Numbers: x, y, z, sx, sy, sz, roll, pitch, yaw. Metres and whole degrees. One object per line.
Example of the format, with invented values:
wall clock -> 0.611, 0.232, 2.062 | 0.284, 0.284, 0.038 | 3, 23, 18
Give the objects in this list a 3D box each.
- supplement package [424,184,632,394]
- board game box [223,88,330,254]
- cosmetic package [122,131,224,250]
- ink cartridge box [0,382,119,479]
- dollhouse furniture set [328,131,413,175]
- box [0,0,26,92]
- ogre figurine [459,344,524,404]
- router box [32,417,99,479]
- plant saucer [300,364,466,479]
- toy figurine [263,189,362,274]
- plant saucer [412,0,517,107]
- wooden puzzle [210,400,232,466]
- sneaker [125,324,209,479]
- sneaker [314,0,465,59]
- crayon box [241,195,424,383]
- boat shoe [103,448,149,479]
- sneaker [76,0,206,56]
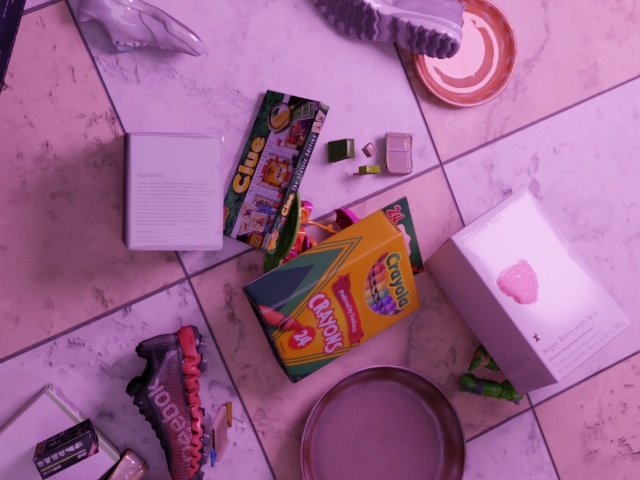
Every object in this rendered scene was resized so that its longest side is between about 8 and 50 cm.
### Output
supplement package -> 0.348, 0.089, 1.603 | 0.177, 0.175, 0.293 | -34, 82, -16
board game box -> -0.084, -0.117, 1.550 | 0.030, 0.136, 0.260 | 22, 88, -47
cosmetic package -> -0.240, -0.081, 1.498 | 0.151, 0.151, 0.184 | 1, 96, -15
ink cartridge box -> -0.472, 0.377, 1.524 | 0.235, 0.056, 0.171 | -43, 103, -7
dollhouse furniture set -> 0.091, -0.152, 1.646 | 0.151, 0.058, 0.076 | -1, 87, -34
box -> -0.567, -0.294, 1.229 | 0.297, 0.472, 0.480 | 16, 91, -14
ogre figurine -> 0.351, 0.212, 1.713 | 0.118, 0.097, 0.197 | 31, 71, 3
router box -> -0.395, 0.323, 1.451 | 0.092, 0.122, 0.038 | -25, 95, -12
plant saucer -> 0.109, 0.377, 1.658 | 0.310, 0.050, 0.311 | 2, 83, -15
toy figurine -> 0.000, 0.000, 1.597 | 0.159, 0.130, 0.173 | 10, 103, -25
plant saucer -> 0.255, -0.338, 1.667 | 0.199, 0.037, 0.200 | -1, 96, -15
wooden puzzle -> -0.171, 0.327, 1.580 | 0.014, 0.116, 0.079 | 1, 106, 11
sneaker -> -0.255, 0.282, 1.553 | 0.135, 0.097, 0.276 | -3, 93, -15
sneaker -> 0.115, -0.404, 1.593 | 0.281, 0.105, 0.115 | 22, 62, -2
crayon box -> 0.047, 0.083, 1.576 | 0.318, 0.081, 0.202 | -31, 136, -10
boat shoe -> -0.349, 0.434, 1.558 | 0.059, 0.063, 0.170 | 36, 85, -9
sneaker -> -0.292, -0.338, 1.512 | 0.212, 0.080, 0.094 | 27, 99, -8
